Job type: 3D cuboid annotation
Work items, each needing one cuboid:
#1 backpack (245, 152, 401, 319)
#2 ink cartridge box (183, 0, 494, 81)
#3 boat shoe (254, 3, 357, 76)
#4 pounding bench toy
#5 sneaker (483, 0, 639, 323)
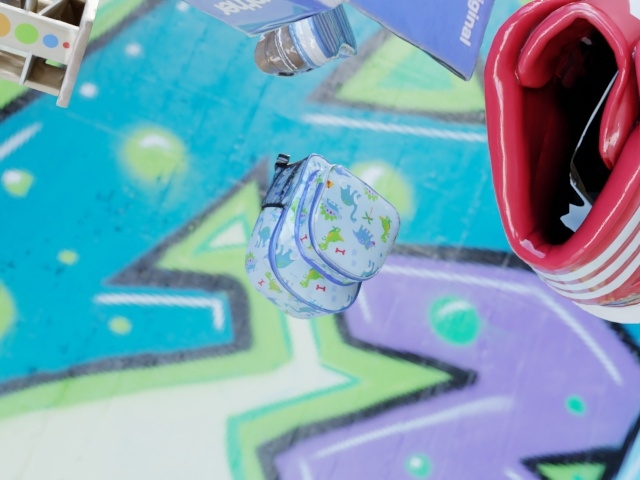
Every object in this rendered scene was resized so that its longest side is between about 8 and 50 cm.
[{"bbox_3d":[0.000,0.000,0.944,0.084,0.105,0.114,-9,51,54],"label":"backpack"},{"bbox_3d":[-0.064,-0.183,0.313,0.065,0.311,0.185,-5,65,59],"label":"ink cartridge box"},{"bbox_3d":[-0.016,-0.174,1.008,0.183,0.066,0.066,-45,-65,-74],"label":"boat shoe"},{"bbox_3d":[-0.148,-0.118,0.603,0.083,0.065,0.052,-93,24,-51],"label":"pounding bench toy"},{"bbox_3d":[0.123,-0.079,0.369,0.128,0.087,0.221,15,-85,-64],"label":"sneaker"}]
